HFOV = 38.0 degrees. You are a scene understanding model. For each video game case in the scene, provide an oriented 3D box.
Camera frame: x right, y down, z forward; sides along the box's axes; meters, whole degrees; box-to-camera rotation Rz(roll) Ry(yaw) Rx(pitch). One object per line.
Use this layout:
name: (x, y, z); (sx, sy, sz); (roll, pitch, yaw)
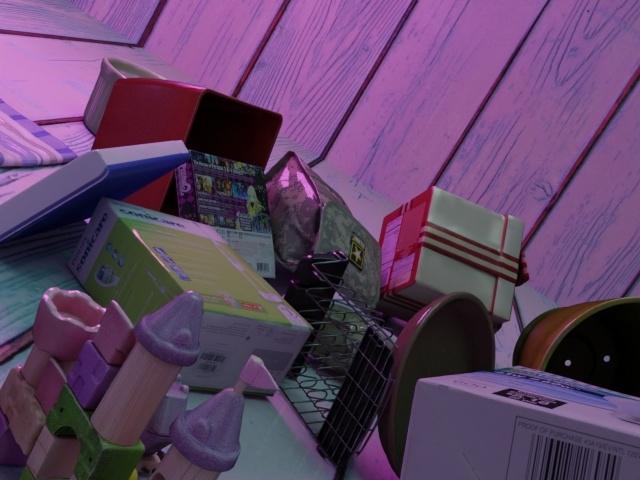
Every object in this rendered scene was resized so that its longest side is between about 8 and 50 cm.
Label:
video game case: (-0.162, -0.037, 1.618); (0.041, 0.210, 0.232); (-11, -8, 28)

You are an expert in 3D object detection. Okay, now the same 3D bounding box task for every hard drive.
hard drive: (-0.326, -0.072, 1.316); (0.040, 0.210, 0.318); (61, 13, -2)

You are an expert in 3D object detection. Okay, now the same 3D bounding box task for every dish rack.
dish rack: (0.019, 0.157, 1.254); (0.074, 0.208, 0.271); (7, 25, -35)

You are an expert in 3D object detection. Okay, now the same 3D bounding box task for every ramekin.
ramekin: (-0.377, -0.272, 2.073); (0.303, 0.148, 0.303); (30, 12, -7)

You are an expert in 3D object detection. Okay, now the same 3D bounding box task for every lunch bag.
lunch bag: (0.000, 0.000, 1.822); (0.235, 0.169, 0.287); (41, 14, -46)

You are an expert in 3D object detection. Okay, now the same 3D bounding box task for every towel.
towel: (-0.563, -0.194, 1.606); (0.209, 0.034, 0.285); (34, 13, 8)

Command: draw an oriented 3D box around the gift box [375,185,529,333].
gift box: (0.261, 0.078, 1.934); (0.258, 0.276, 0.255); (20, -19, -18)

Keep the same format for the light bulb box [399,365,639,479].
light bulb box: (0.323, 0.299, 1.097); (0.358, 0.225, 0.361); (11, 1, 30)

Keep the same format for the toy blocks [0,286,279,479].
toy blocks: (-0.158, 0.138, 0.760); (0.309, 0.260, 0.288); (18, 18, -46)

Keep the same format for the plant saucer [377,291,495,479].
plant saucer: (0.161, 0.204, 1.286); (0.041, 0.278, 0.278); (12, -2, 38)

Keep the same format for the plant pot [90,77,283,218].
plant pot: (-0.271, -0.166, 1.730); (0.235, 0.267, 0.267); (24, 8, 28)

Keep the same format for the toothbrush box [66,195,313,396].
toothbrush box: (-0.180, 0.076, 1.263); (0.206, 0.122, 0.283); (16, 21, -48)

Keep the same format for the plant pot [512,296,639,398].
plant pot: (0.530, 0.268, 1.792); (0.366, 0.366, 0.353); (30, 1, -7)

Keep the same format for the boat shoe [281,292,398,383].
boat shoe: (0.053, 0.166, 1.489); (0.302, 0.109, 0.094); (28, 14, -37)
